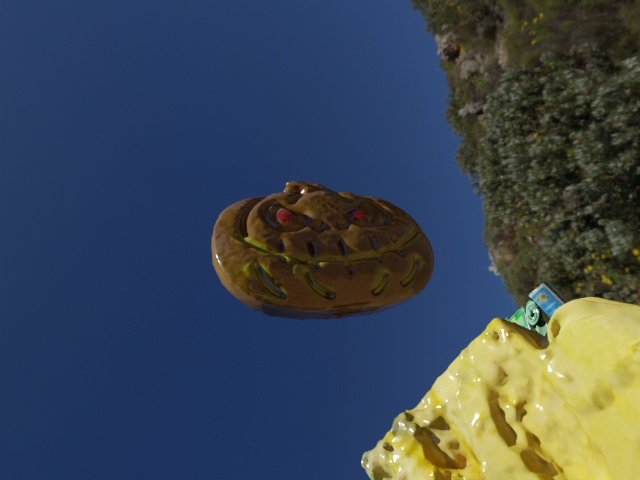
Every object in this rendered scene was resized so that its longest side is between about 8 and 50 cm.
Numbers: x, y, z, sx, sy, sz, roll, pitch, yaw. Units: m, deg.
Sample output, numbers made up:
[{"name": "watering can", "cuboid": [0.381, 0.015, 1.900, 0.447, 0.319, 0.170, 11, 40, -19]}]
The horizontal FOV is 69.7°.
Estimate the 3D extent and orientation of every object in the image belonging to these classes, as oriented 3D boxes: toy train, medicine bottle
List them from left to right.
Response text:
[{"name": "toy train", "cuboid": [0.656, 0.311, 1.335, 0.120, 0.202, 0.300, 3, -128, -7]}, {"name": "medicine bottle", "cuboid": [0.483, 0.159, 0.872, 0.051, 0.051, 0.191, -7, -128, -49]}]

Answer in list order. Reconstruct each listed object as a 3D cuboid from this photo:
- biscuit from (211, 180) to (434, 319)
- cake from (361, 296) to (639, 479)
[{"name": "biscuit", "cuboid": [0.001, -0.007, 0.842, 0.395, 0.070, 0.350, -7, -135, -18]}, {"name": "cake", "cuboid": [0.219, 0.200, 0.398, 0.228, 0.286, 0.222, 27, -158, -44]}]
